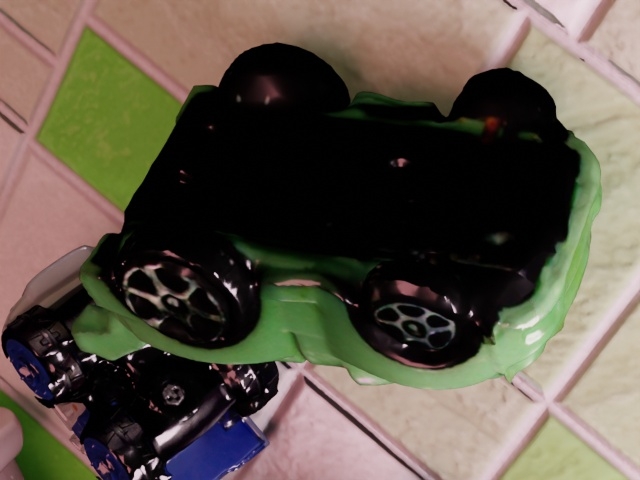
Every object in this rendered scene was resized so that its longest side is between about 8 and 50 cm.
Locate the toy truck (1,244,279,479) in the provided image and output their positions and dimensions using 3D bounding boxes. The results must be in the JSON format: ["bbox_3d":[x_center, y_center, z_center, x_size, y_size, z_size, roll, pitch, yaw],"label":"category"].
[{"bbox_3d":[-0.150,0.113,1.237,0.213,0.161,0.177,51,149,4],"label":"toy truck"}]

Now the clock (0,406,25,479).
[{"bbox_3d":[-0.380,0.300,1.426,0.342,0.184,0.326,9,118,34],"label":"clock"}]

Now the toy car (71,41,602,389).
[{"bbox_3d":[0.000,0.000,1.050,0.359,0.213,0.176,8,139,20],"label":"toy car"}]
